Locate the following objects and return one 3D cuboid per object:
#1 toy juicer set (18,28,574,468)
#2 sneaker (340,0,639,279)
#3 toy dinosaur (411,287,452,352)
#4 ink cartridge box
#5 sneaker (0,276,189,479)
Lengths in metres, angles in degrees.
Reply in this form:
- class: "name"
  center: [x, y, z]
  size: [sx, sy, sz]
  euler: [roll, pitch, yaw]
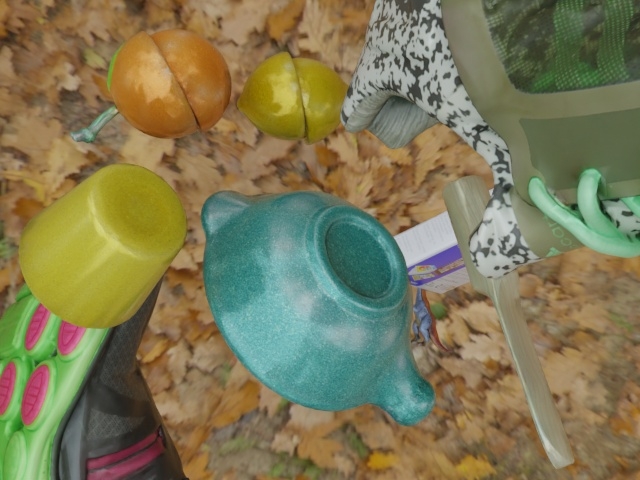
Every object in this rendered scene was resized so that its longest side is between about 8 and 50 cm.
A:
- class: "toy juicer set"
  center: [0.000, 0.000, 0.629]
  size: [0.329, 0.089, 0.209]
  euler: [25, 47, -26]
- class: "sneaker"
  center: [0.146, -0.047, 0.477]
  size: [0.158, 0.410, 0.182]
  euler: [15, 105, -38]
- class: "toy dinosaur"
  center: [0.121, 0.085, 1.316]
  size: [0.090, 0.047, 0.082]
  euler: [17, 85, -19]
- class: "ink cartridge box"
  center: [0.187, -0.004, 1.200]
  size: [0.208, 0.206, 0.045]
  euler: [-24, 73, 20]
- class: "sneaker"
  center: [-0.239, 0.217, 1.129]
  size: [0.202, 0.185, 0.482]
  euler: [10, 94, -43]
